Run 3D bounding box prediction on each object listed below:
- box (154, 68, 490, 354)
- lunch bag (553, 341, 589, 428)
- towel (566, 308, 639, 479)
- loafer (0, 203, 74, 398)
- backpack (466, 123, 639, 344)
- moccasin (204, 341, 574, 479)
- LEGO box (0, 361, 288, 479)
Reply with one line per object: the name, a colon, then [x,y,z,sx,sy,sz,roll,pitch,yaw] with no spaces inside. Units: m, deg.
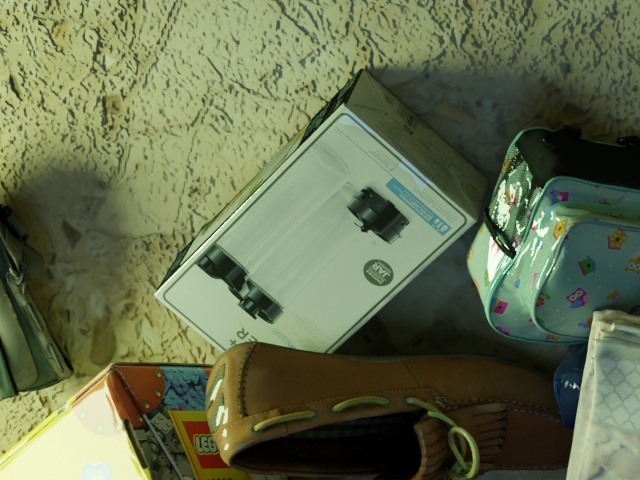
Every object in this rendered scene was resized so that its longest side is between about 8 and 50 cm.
box: [0.000,0.000,1.726,0.169,0.087,0.290,42,120,-10]
lunch bag: [0.270,0.132,1.729,0.065,0.098,0.067,-1,121,35]
towel: [0.380,0.227,1.604,0.332,0.053,0.317,9,119,12]
loafer: [-0.306,0.038,1.833,0.084,0.096,0.267,-8,124,-4]
backpack: [0.224,0.011,1.636,0.166,0.144,0.188,6,134,-26]
moccasin: [0.083,0.180,1.717,0.380,0.147,0.139,11,132,-24]
LEGO box: [-0.235,0.410,1.841,0.500,0.193,0.372,-40,63,29]
